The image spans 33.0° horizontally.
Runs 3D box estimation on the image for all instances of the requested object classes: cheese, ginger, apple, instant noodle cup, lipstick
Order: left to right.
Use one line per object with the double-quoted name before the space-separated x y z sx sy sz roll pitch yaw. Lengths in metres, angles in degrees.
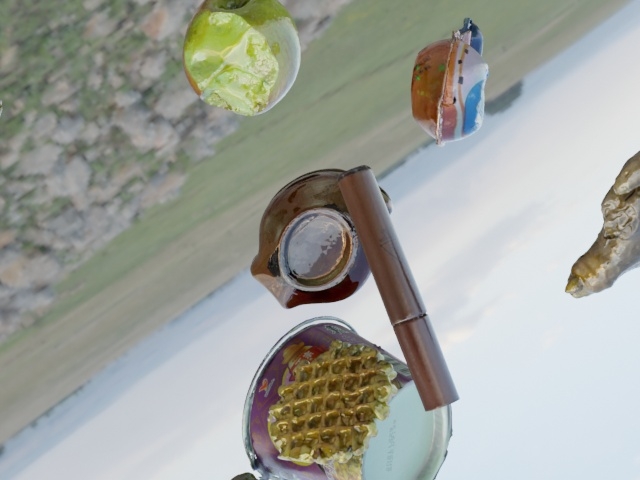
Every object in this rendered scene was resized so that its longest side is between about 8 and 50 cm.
"apple" -0.161 -0.390 2.189 0.246 0.246 0.226 -36 149 -33
"instant noodle cup" 0.065 0.334 1.966 0.266 0.340 0.340 19 -137 42
"lipstick" 0.108 0.065 1.527 0.057 0.357 0.057 -20 176 -1
"cheese" 0.243 -0.297 1.968 0.329 0.129 0.217 -63 159 -52
"ginger" 0.424 -0.048 1.424 0.166 0.080 0.333 -22 146 -40

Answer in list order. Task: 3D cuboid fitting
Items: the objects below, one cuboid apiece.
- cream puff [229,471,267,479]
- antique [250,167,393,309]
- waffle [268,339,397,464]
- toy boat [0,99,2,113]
"cream puff" -0.124 0.488 1.916 0.146 0.146 0.116 -36 137 11
"antique" 0.000 0.000 1.892 0.278 0.223 0.129 -38 -172 15
"waffle" 0.014 0.204 1.358 0.191 0.038 0.191 -26 -138 26
"toy boat" -0.551 -0.232 1.623 0.064 0.206 0.072 -44 147 -30
